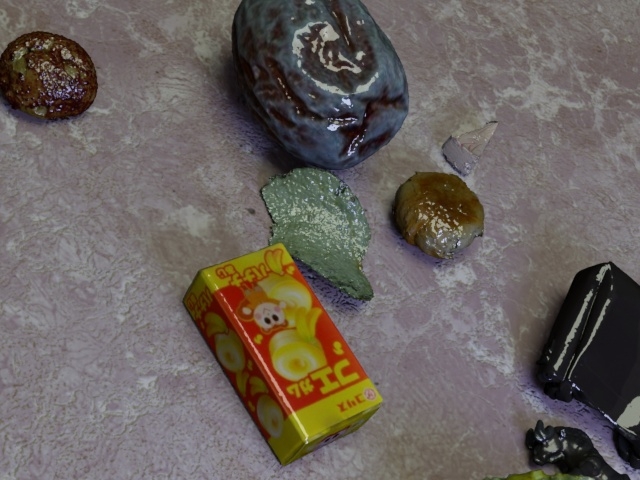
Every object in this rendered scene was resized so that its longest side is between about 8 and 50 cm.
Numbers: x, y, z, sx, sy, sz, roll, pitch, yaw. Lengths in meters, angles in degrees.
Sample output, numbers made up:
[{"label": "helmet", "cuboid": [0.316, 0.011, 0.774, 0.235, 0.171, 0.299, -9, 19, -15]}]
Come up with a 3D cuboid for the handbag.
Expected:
[{"label": "handbag", "cuboid": [0.474, 0.199, 1.816, 0.285, 0.113, 0.257, 40, 54, -6]}]

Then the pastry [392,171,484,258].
[{"label": "pastry", "cuboid": [0.185, -0.042, 1.859, 0.153, 0.081, 0.153, 12, 57, -19]}]

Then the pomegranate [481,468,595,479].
[{"label": "pomegranate", "cuboid": [0.307, 0.408, 1.488, 0.340, 0.260, 0.260, 0, 57, -35]}]

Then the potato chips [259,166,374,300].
[{"label": "potato chips", "cuboid": [0.004, -0.003, 1.754, 0.167, 0.059, 0.228, 0, 62, -20]}]

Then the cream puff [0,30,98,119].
[{"label": "cream puff", "cuboid": [-0.392, -0.242, 1.702, 0.149, 0.084, 0.149, 13, 51, -17]}]

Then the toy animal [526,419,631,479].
[{"label": "toy animal", "cuboid": [0.393, 0.349, 1.683, 0.232, 0.084, 0.148, 35, 45, 4]}]

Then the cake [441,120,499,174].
[{"label": "cake", "cuboid": [0.268, -0.160, 2.011, 0.121, 0.052, 0.065, -26, 66, -39]}]

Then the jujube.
[{"label": "jujube", "cuboid": [-0.002, -0.253, 1.825, 0.246, 0.215, 0.308, -9, 66, -21]}]

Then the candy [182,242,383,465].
[{"label": "candy", "cuboid": [-0.053, 0.148, 1.592, 0.146, 0.088, 0.276, -21, 68, -38]}]
